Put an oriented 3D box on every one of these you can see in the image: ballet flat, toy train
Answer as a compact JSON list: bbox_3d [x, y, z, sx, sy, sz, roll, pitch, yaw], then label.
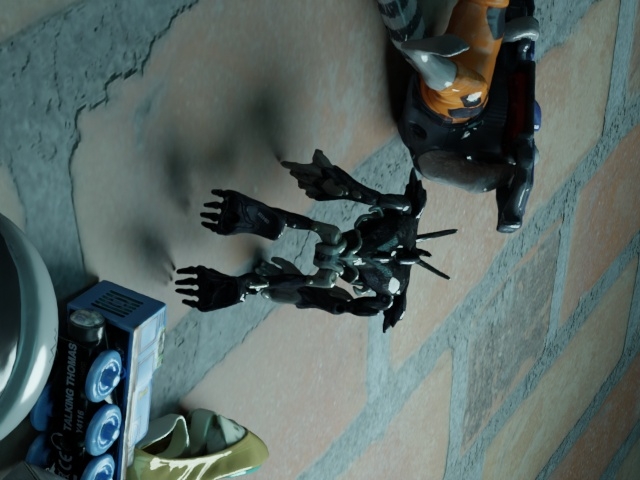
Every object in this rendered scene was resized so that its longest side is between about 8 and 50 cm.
[{"bbox_3d":[-0.118,0.193,1.239,0.232,0.080,0.073,-11,105,-61],"label":"ballet flat"},{"bbox_3d":[-0.178,0.126,1.072,0.105,0.080,0.184,-37,141,-54],"label":"toy train"}]

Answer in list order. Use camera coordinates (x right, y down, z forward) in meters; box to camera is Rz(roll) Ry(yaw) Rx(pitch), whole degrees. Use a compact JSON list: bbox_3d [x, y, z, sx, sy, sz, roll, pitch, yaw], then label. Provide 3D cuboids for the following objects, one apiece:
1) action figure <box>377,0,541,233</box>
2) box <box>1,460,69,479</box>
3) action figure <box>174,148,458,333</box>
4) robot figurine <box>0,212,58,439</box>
[{"bbox_3d":[0.141,-0.196,1.384,0.330,0.178,0.341,82,12,-56],"label":"action figure"},{"bbox_3d":[-0.248,0.283,1.008,0.231,0.056,0.183,-44,150,-2],"label":"box"},{"bbox_3d":[0.000,0.000,1.237,0.276,0.141,0.164,1,109,-45],"label":"action figure"},{"bbox_3d":[-0.269,0.040,0.734,0.209,0.173,0.278,-40,157,14],"label":"robot figurine"}]
